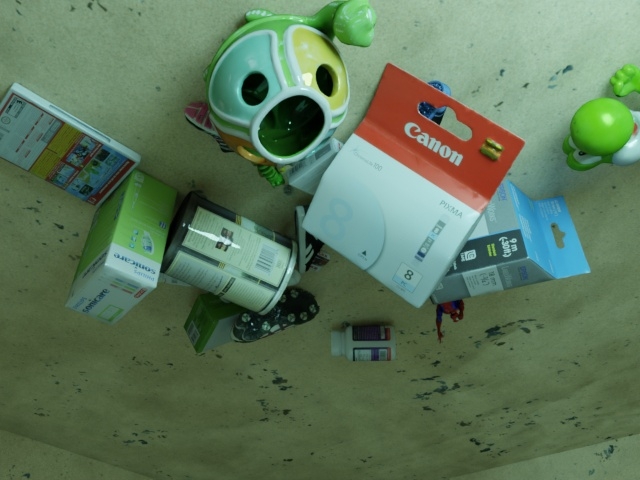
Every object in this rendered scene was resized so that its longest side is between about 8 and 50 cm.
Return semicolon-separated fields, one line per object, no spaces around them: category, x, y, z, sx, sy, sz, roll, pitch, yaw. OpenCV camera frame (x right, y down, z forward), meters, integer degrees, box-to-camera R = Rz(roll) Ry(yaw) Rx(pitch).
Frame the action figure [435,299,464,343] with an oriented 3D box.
action figure;0.338;0.177;1.636;0.092;0.139;0.280;-16;140;21

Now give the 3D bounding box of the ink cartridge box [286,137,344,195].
ink cartridge box;0.037;-0.149;1.336;0.145;0.045;0.179;-31;149;32

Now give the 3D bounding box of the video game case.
video game case;-0.566;-0.195;1.292;0.285;0.025;0.204;32;131;-31

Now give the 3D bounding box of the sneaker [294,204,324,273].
sneaker;0.000;0.000;1.457;0.121;0.079;0.216;-7;139;-9

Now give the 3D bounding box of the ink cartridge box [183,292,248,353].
ink cartridge box;-0.244;0.211;1.730;0.255;0.097;0.188;-15;152;-38

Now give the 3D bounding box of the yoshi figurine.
yoshi figurine;0.627;-0.234;1.105;0.362;0.203;0.203;-23;119;29

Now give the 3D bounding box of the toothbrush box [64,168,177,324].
toothbrush box;-0.444;0.013;1.338;0.122;0.283;0.206;30;131;-29

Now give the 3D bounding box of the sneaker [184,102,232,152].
sneaker;-0.202;-0.221;1.222;0.171;0.063;0.075;22;149;-12

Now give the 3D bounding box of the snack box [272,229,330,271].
snack box;-0.065;0.029;1.550;0.178;0.022;0.064;24;134;-25

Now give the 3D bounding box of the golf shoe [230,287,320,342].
golf shoe;-0.131;0.212;1.664;0.273;0.105;0.120;-14;164;-34

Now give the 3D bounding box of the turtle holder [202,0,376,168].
turtle holder;-0.041;-0.259;1.031;0.321;0.227;0.243;-22;129;1

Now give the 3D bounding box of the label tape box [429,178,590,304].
label tape box;0.389;-0.011;1.323;0.334;0.240;0.106;-15;136;17

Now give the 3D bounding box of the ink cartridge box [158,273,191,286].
ink cartridge box;-0.424;0.058;1.563;0.181;0.061;0.104;9;139;-9

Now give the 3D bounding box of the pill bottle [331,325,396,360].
pill bottle;0.131;0.315;1.822;0.194;0.108;0.108;-1;140;3

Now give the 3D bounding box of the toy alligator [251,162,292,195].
toy alligator;-0.106;-0.147;1.317;0.056;0.051;0.189;-14;138;18

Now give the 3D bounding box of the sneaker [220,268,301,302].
sneaker;-0.165;0.129;1.599;0.232;0.115;0.090;-8;139;11

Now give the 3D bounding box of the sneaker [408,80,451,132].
sneaker;0.201;-0.222;1.210;0.091;0.081;0.232;4;140;-35

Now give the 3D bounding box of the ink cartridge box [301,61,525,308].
ink cartridge box;0.161;-0.099;1.161;0.308;0.091;0.385;36;127;16

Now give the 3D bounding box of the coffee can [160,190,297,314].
coffee can;-0.222;0.033;1.399;0.275;0.201;0.201;26;134;-19
